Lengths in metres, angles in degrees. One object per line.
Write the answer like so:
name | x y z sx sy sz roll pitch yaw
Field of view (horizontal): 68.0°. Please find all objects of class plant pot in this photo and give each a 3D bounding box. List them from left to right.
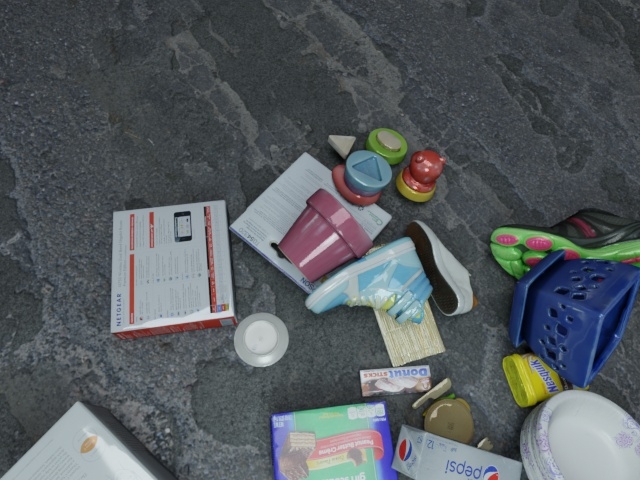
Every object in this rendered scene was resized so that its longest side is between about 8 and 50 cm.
plant pot | 0.000 0.000 1.185 0.180 0.201 0.201 -42 74 -3
plant pot | 0.601 0.170 1.150 0.236 0.236 0.212 -30 39 -33

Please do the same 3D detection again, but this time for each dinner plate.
dinner plate | -0.152 0.253 1.222 0.141 0.017 0.141 1 67 -1

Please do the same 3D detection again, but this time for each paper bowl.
paper bowl | 0.588 0.495 1.062 0.284 0.148 0.284 6 50 -7

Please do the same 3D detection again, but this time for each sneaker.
sneaker | 0.137 0.145 1.171 0.319 0.127 0.208 -28 81 -9
sneaker | 0.328 0.073 1.300 0.123 0.106 0.290 1 55 -37
sneaker | 0.708 0.017 1.313 0.482 0.185 0.202 4 35 3

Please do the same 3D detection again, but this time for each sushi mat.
sushi mat | 0.208 0.158 1.248 0.151 0.019 0.317 -16 80 -9

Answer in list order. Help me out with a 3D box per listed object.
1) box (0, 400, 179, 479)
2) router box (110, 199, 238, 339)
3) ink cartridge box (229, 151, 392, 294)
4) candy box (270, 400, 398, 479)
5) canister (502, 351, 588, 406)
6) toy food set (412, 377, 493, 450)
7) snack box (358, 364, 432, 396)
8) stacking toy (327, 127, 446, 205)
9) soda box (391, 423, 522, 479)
box | -0.447 0.542 0.996 0.345 0.168 0.215 38 69 13
router box | -0.384 0.070 1.253 0.301 0.082 0.336 -6 67 -6
ink cartridge box | -0.026 -0.041 1.329 0.324 0.071 0.330 39 71 11
candy box | 0.030 0.538 1.049 0.268 0.122 0.317 -5 68 -6
canister | 0.566 0.336 1.194 0.169 0.073 0.126 -10 66 -9
toy food set | 0.314 0.446 1.156 0.132 0.038 0.192 -31 82 -10
snack box | 0.188 0.353 1.192 0.178 0.022 0.064 -3 66 -4
stacking toy | 0.183 -0.247 1.359 0.308 0.130 0.280 -9 60 -21
soda box | 0.301 0.491 1.036 0.286 0.091 0.098 24 73 -21
